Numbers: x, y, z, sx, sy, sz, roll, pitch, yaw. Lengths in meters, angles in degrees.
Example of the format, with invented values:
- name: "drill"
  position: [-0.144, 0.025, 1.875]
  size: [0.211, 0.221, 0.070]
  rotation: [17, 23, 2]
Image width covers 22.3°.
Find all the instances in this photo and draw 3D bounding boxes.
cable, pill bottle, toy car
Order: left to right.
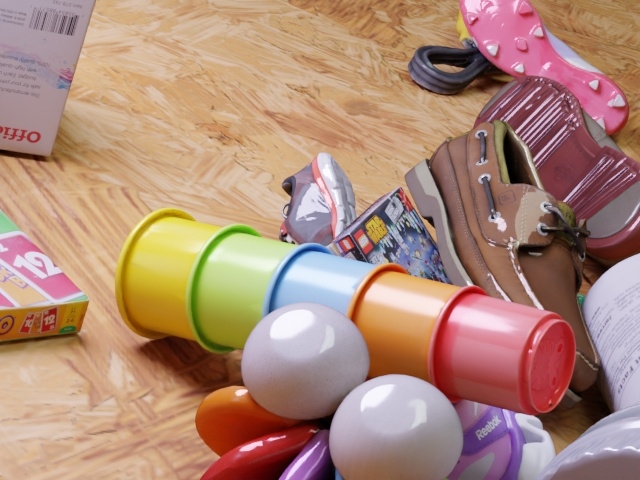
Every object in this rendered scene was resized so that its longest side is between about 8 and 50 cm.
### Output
- name: "toy car"
  position: [-0.001, 0.140, 0.955]
  size: [0.136, 0.159, 0.182]
  rotation: [-38, 56, -23]
- name: "cable"
  position: [0.192, -0.211, 1.955]
  size: [0.139, 0.072, 0.287]
  rotation: [41, 38, 2]
- name: "pill bottle"
  position: [0.284, 0.115, 1.223]
  size: [0.131, 0.131, 0.229]
  rotation: [14, 26, -16]

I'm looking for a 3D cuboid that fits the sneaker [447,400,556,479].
- name: "sneaker"
  position: [0.073, 0.096, 1.111]
  size: [0.104, 0.095, 0.236]
  rotation: [26, 20, -28]

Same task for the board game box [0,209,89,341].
- name: "board game box"
  position: [-0.284, -0.012, 1.141]
  size: [0.124, 0.039, 0.259]
  rotation: [-5, 32, -45]

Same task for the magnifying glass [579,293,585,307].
- name: "magnifying glass"
  position: [0.207, 0.055, 1.420]
  size: [0.231, 0.026, 0.092]
  rotation: [18, 25, -3]

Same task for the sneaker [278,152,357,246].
- name: "sneaker"
  position: [0.000, 0.000, 1.337]
  size: [0.061, 0.065, 0.158]
  rotation: [51, 21, -42]

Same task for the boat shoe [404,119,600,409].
- name: "boat shoe"
  position: [0.159, 0.002, 1.305]
  size: [0.111, 0.104, 0.307]
  rotation: [40, 16, -40]

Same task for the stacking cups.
- name: "stacking cups"
  position: [0.008, 0.049, 1.046]
  size: [0.316, 0.096, 0.096]
  rotation: [12, 14, 38]

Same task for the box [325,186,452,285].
- name: "box"
  position: [0.059, 0.019, 1.307]
  size: [0.094, 0.027, 0.137]
  rotation: [57, 26, -5]

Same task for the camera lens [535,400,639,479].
- name: "camera lens"
  position: [0.254, 0.184, 0.946]
  size: [0.219, 0.219, 0.274]
  rotation: [35, 27, 28]

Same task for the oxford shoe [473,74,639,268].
- name: "oxford shoe"
  position: [0.257, -0.053, 1.615]
  size: [0.130, 0.123, 0.348]
  rotation: [38, 12, -32]

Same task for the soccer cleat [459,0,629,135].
- name: "soccer cleat"
  position: [0.261, -0.212, 1.913]
  size: [0.248, 0.083, 0.095]
  rotation: [40, 5, 4]

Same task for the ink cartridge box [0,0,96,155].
- name: "ink cartridge box"
  position: [-0.270, -0.178, 1.322]
  size: [0.128, 0.176, 0.127]
  rotation: [9, 25, -28]
